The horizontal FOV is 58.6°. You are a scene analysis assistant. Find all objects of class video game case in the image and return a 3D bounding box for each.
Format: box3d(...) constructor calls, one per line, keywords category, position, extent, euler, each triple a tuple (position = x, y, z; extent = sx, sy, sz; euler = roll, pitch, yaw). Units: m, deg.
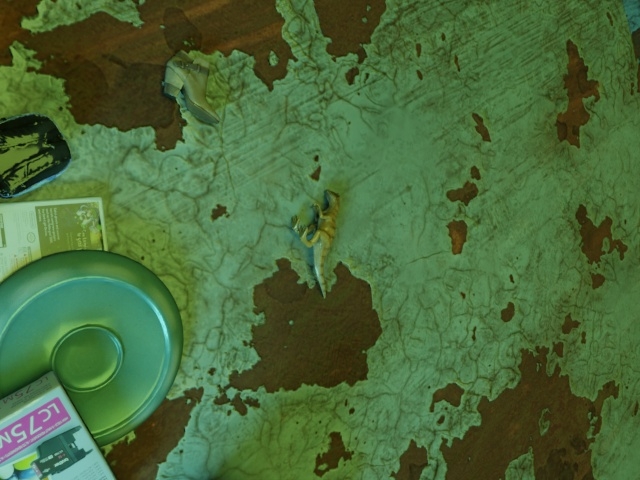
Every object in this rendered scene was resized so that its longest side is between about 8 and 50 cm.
box3d(category="video game case", position=(-0.406, 0.035, 0.852), extent=(0.173, 0.022, 0.191), euler=(-8, 94, -32))

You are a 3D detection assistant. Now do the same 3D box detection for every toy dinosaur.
box3d(category="toy dinosaur", position=(0.000, 0.000, 1.090), extent=(0.112, 0.064, 0.212), euler=(16, 82, -33))

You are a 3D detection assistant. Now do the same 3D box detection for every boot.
box3d(category="boot", position=(-0.208, -0.263, 0.966), extent=(0.118, 0.042, 0.087), euler=(29, 73, -30))

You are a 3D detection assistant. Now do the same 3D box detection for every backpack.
box3d(category="backpack", position=(-0.419, -0.124, 0.803), extent=(0.114, 0.084, 0.105), euler=(-31, 107, -24))

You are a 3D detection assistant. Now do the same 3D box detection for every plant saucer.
box3d(category="plant saucer", position=(-0.352, 0.174, 0.856), extent=(0.317, 0.043, 0.318), euler=(-5, 99, -34))

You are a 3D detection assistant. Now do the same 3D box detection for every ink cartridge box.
box3d(category="ink cartridge box", position=(-0.391, 0.359, 0.800), extent=(0.185, 0.065, 0.311), euler=(-30, 121, -27))
